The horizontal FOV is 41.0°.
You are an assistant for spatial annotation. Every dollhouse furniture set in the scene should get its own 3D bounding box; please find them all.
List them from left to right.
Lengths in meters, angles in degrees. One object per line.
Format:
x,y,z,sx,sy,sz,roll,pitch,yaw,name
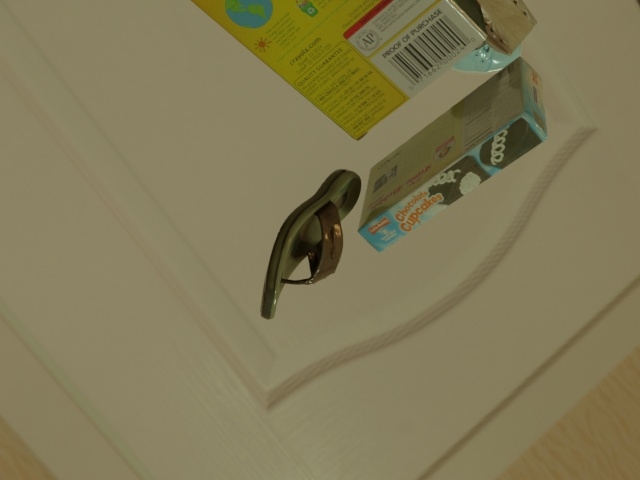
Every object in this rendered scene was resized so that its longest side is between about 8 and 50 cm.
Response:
0.268,-0.500,1.413,0.286,0.198,0.303,-50,-151,4,dollhouse furniture set

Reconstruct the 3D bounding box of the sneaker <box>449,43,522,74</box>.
0.259,-0.402,1.643,0.150,0.365,0.135,27,-75,63,sneaker

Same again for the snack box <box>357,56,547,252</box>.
0.198,-0.131,1.319,0.322,0.060,0.187,-36,-157,31,snack box

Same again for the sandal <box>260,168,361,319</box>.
0.001,-0.002,1.247,0.303,0.086,0.120,-52,163,-40,sandal

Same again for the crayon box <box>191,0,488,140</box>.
0.003,-0.275,0.920,0.202,0.318,0.081,-34,-146,30,crayon box
